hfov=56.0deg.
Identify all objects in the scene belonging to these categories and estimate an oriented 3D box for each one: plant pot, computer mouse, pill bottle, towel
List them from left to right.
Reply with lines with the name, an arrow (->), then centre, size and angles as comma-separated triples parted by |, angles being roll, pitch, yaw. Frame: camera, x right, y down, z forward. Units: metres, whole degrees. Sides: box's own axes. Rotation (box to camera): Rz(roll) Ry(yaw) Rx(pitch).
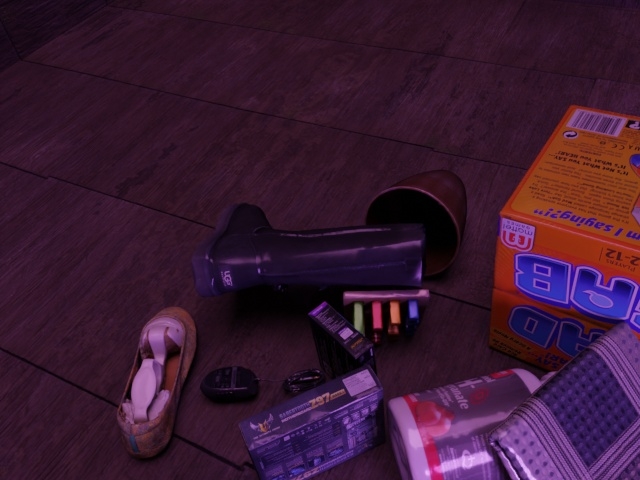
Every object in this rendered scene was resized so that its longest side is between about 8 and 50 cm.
computer mouse -> -0.111, 0.280, 1.169 | 0.242, 0.041, 0.071 | -1, 28, 0
plant pot -> 0.246, -0.068, 1.368 | 0.215, 0.215, 0.230 | 17, 36, 23
pill bottle -> 0.280, 0.310, 0.980 | 0.318, 0.176, 0.176 | -12, 45, -5
towel -> 0.434, 0.334, 0.899 | 0.312, 0.056, 0.324 | -32, 90, -22

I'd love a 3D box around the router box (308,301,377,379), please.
router box -> 0.045, 0.214, 1.106 | 0.046, 0.179, 0.133 | -34, 50, -22

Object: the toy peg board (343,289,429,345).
toy peg board -> 0.127, 0.161, 1.178 | 0.160, 0.161, 0.079 | -1, 66, 3

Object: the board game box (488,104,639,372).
board game box -> 0.547, 0.027, 1.084 | 0.356, 0.356, 0.356 | 20, 50, 29

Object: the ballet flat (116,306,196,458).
ballet flat -> -0.317, 0.242, 1.175 | 0.123, 0.123, 0.349 | -4, 44, 4

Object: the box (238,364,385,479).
box -> -0.006, 0.320, 1.003 | 0.232, 0.183, 0.059 | -21, 45, -12

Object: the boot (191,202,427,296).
boot -> 0.000, 0.001, 1.275 | 0.445, 0.146, 0.367 | -7, 23, 11
